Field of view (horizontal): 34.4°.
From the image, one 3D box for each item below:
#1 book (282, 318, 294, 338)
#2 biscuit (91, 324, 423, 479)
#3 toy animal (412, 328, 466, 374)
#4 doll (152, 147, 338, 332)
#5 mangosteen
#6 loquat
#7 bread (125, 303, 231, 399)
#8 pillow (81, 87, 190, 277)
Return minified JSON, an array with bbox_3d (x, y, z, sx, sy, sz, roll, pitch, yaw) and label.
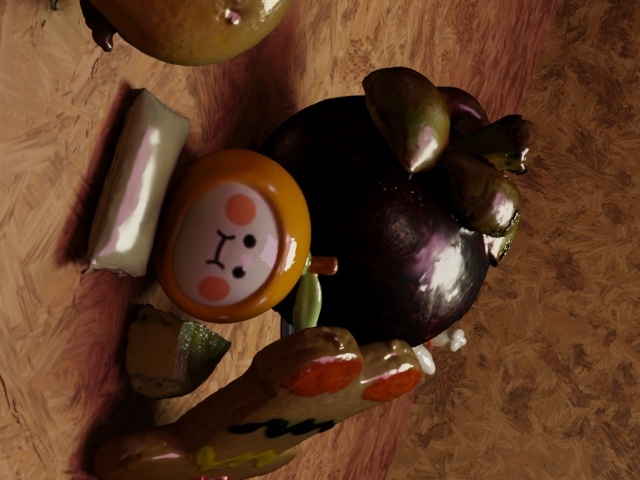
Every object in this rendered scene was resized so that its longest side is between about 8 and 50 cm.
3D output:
[{"bbox_3d":[-0.022,0.092,1.884,0.191,0.025,0.269,-54,155,-45],"label":"book"},{"bbox_3d":[-0.065,0.241,1.340,0.394,0.076,0.368,-33,155,20],"label":"biscuit"},{"bbox_3d":[0.129,0.157,1.939,0.140,0.283,0.138,91,8,-48],"label":"toy animal"},{"bbox_3d":[-0.079,0.005,1.243,0.213,0.236,0.213,-159,-90,-76],"label":"doll"},{"bbox_3d":[0.082,-0.033,1.430,0.421,0.381,0.381,-34,-162,47],"label":"mangosteen"},{"bbox_3d":[-0.123,-0.264,0.899,0.244,0.244,0.243,17,90,-73],"label":"loquat"},{"bbox_3d":[-0.183,0.149,1.295,0.156,0.103,0.110,41,62,-65],"label":"bread"},{"bbox_3d":[-0.200,-0.055,1.128,0.119,0.053,0.208,36,69,-75],"label":"pillow"}]
